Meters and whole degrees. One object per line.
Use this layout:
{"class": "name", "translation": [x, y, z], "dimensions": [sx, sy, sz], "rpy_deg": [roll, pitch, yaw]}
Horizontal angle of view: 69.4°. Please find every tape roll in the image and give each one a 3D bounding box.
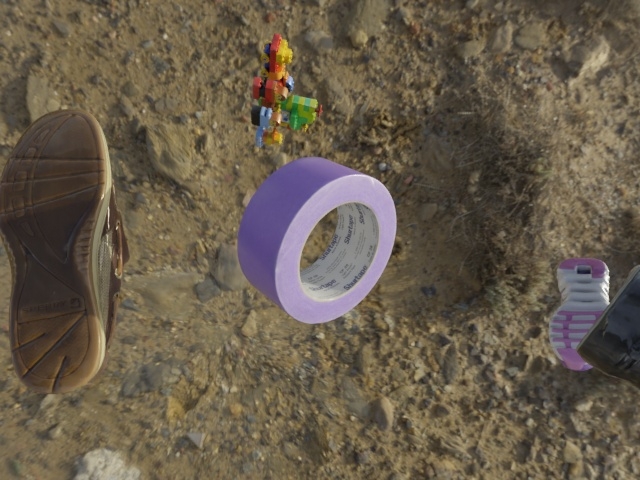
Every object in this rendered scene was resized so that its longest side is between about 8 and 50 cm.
{"class": "tape roll", "translation": [0.000, 0.000, 0.562], "dimensions": [0.189, 0.080, 0.189], "rpy_deg": [-21, 125, -34]}

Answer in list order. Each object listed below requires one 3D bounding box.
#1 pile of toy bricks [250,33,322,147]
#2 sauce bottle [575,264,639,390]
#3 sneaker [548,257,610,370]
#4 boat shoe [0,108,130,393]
{"class": "pile of toy bricks", "translation": [-0.050, -0.219, 0.758], "dimensions": [0.105, 0.212, 0.118], "rpy_deg": [11, 68, -3]}
{"class": "sauce bottle", "translation": [0.298, 0.134, 0.208], "dimensions": [0.111, 0.111, 0.344], "rpy_deg": [-44, 57, -15]}
{"class": "sneaker", "translation": [0.455, 0.138, 0.798], "dimensions": [0.236, 0.095, 0.104], "rpy_deg": [-55, 134, -42]}
{"class": "boat shoe", "translation": [-0.304, 0.009, 0.576], "dimensions": [0.123, 0.123, 0.342], "rpy_deg": [-9, 77, -6]}
